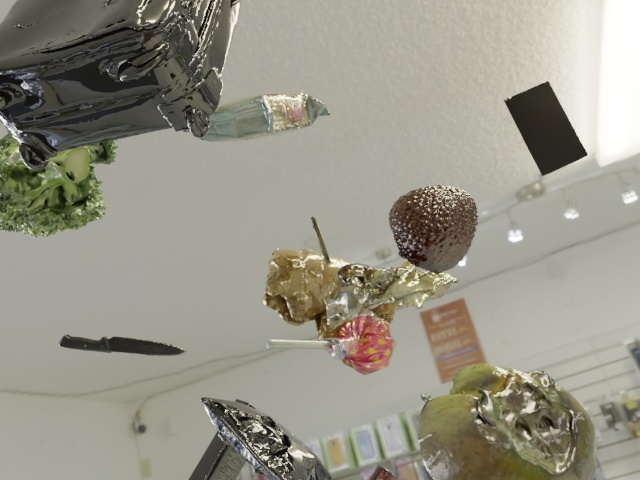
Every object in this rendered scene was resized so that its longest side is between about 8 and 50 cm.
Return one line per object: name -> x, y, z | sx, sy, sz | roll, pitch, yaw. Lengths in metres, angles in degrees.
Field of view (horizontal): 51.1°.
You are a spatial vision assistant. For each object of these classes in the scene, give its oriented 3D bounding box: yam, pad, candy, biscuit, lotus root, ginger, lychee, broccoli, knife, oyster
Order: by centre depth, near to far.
lotus root -> 0.211, 0.202, 0.723 | 0.203, 0.183, 0.078 | 15, -48, 3
knife -> -0.253, 0.134, 0.852 | 0.170, 0.023, 0.010 | 4, 10, 7
oyster -> 0.112, 0.080, 1.140 | 0.232, 0.107, 0.161 | -16, -13, 19
biscuit -> -0.117, -0.229, 1.250 | 0.186, 0.079, 0.309 | -4, 13, 20
candy -> 0.021, 0.199, 1.290 | 0.124, 0.124, 0.365 | -30, -25, 30
lychee -> 0.236, -0.025, 1.398 | 0.194, 0.194, 0.194 | -14, -23, -6
yam -> 0.000, 0.000, 1.408 | 0.014, 0.107, 0.014 | -19, 4, 2
ginger -> 0.059, 0.117, 1.496 | 0.375, 0.236, 0.166 | 1, -57, -5
broccoli -> -0.592, -0.151, 1.549 | 0.375, 0.302, 0.249 | -53, -35, -26
pad -> 0.630, -0.315, 1.872 | 0.163, 0.243, 0.004 | -24, -6, -15

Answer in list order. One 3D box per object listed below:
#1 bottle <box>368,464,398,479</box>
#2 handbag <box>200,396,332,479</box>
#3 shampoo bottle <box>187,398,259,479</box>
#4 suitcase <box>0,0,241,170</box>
bottle -> 0.103, 0.578, 1.464 | 0.164, 0.060, 0.060 | -52, -13, -20
handbag -> -0.098, 0.388, 1.266 | 0.089, 0.254, 0.211 | -53, -32, -3
shampoo bottle -> -0.240, 0.542, 1.611 | 0.071, 0.309, 0.098 | 8, -35, 37
suitcase -> -0.299, -0.292, 0.974 | 0.345, 0.339, 0.188 | -9, -40, 22
